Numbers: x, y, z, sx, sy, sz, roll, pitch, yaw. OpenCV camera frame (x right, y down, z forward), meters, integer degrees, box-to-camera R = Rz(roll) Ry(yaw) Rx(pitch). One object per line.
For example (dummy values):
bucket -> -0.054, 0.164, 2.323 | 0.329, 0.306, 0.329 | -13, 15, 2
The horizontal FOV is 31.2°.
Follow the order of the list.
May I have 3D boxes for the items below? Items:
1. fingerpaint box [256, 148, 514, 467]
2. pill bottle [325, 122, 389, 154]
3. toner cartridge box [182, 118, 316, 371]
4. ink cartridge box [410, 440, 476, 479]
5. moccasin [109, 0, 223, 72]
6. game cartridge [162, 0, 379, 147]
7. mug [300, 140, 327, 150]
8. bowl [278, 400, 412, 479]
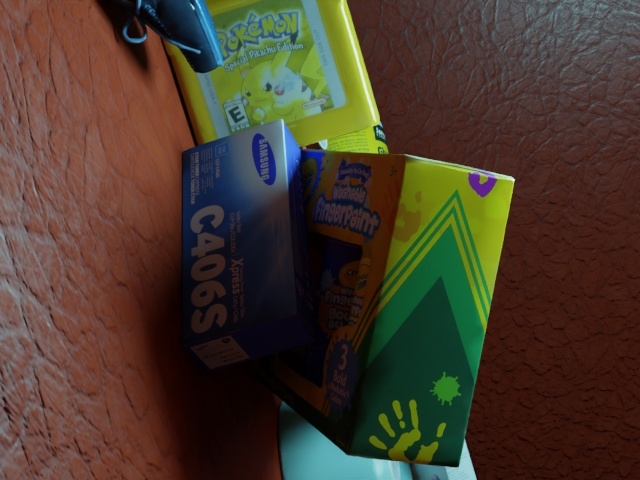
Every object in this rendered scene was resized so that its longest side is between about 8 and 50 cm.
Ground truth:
fingerpaint box -> 0.065, 0.068, 1.582 | 0.445, 0.163, 0.371 | -161, -99, -72
pill bottle -> 0.061, -0.165, 2.519 | 0.188, 0.188, 0.334 | 41, 36, -70
toner cartridge box -> -0.105, 0.000, 1.596 | 0.075, 0.165, 0.348 | 59, 20, -49
ink cartridge box -> 0.113, 0.282, 2.044 | 0.324, 0.071, 0.330 | -9, -81, 57
moccasin -> -0.242, -0.361, 1.535 | 0.342, 0.117, 0.137 | 61, 6, -36
game cartridge -> -0.089, -0.292, 1.732 | 0.052, 0.285, 0.323 | -66, 140, -72
mug -> -0.088, -0.176, 1.882 | 0.150, 0.169, 0.113 | -76, 150, -65
bowl -> 0.056, 0.386, 1.898 | 0.311, 0.163, 0.311 | -14, 90, -78
